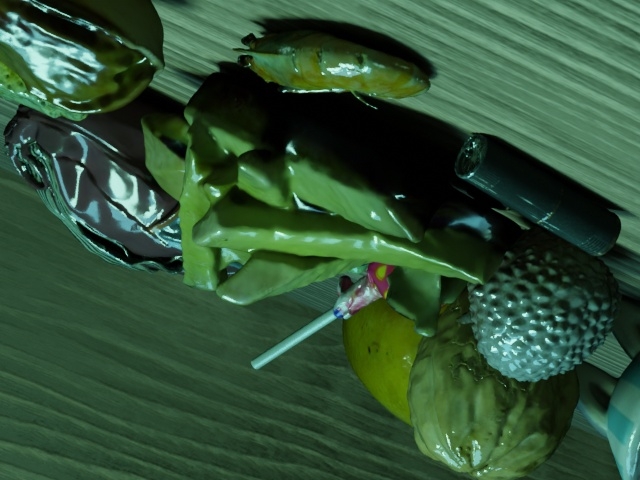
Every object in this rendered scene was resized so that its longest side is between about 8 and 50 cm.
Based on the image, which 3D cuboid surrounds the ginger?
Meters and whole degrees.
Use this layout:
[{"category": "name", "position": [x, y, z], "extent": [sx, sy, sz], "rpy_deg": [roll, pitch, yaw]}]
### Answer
[{"category": "ginger", "position": [0.000, 0.000, 1.796], "extent": [0.358, 0.211, 0.413], "rpy_deg": [26, 180, -37]}]

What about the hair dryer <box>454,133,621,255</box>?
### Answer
[{"category": "hair dryer", "position": [0.164, -0.052, 1.684], "extent": [0.173, 0.050, 0.195], "rpy_deg": [30, 174, -29]}]

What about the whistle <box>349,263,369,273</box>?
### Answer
[{"category": "whistle", "position": [0.036, -0.007, 2.240], "extent": [0.105, 0.085, 0.227], "rpy_deg": [17, 174, 2]}]

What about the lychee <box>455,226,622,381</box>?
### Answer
[{"category": "lychee", "position": [0.219, 0.066, 1.869], "extent": [0.197, 0.165, 0.165], "rpy_deg": [-6, 158, 29]}]

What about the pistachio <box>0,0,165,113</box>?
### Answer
[{"category": "pistachio", "position": [-0.230, -0.192, 1.539], "extent": [0.210, 0.130, 0.165], "rpy_deg": [34, 173, -18]}]

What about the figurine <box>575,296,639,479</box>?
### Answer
[{"category": "figurine", "position": [0.479, 0.180, 2.041], "extent": [0.361, 0.266, 0.378], "rpy_deg": [-7, -126, -50]}]

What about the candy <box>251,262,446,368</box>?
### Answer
[{"category": "candy", "position": [0.037, 0.079, 2.156], "extent": [0.124, 0.124, 0.365], "rpy_deg": [27, 136, -30]}]

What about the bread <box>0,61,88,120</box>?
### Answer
[{"category": "bread", "position": [-0.318, -0.202, 1.762], "extent": [0.257, 0.124, 0.186], "rpy_deg": [21, 173, 32]}]

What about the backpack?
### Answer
[{"category": "backpack", "position": [-0.231, -0.073, 2.145], "extent": [0.317, 0.197, 0.283], "rpy_deg": [27, 174, -21]}]

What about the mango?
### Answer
[{"category": "mango", "position": [0.175, 0.137, 2.338], "extent": [0.300, 0.232, 0.445], "rpy_deg": [19, -178, -7]}]

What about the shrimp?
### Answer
[{"category": "shrimp", "position": [0.005, -0.141, 1.484], "extent": [0.115, 0.051, 0.217], "rpy_deg": [26, 170, -38]}]

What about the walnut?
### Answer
[{"category": "walnut", "position": [0.196, 0.163, 2.010], "extent": [0.198, 0.245, 0.198], "rpy_deg": [7, 137, 6]}]
